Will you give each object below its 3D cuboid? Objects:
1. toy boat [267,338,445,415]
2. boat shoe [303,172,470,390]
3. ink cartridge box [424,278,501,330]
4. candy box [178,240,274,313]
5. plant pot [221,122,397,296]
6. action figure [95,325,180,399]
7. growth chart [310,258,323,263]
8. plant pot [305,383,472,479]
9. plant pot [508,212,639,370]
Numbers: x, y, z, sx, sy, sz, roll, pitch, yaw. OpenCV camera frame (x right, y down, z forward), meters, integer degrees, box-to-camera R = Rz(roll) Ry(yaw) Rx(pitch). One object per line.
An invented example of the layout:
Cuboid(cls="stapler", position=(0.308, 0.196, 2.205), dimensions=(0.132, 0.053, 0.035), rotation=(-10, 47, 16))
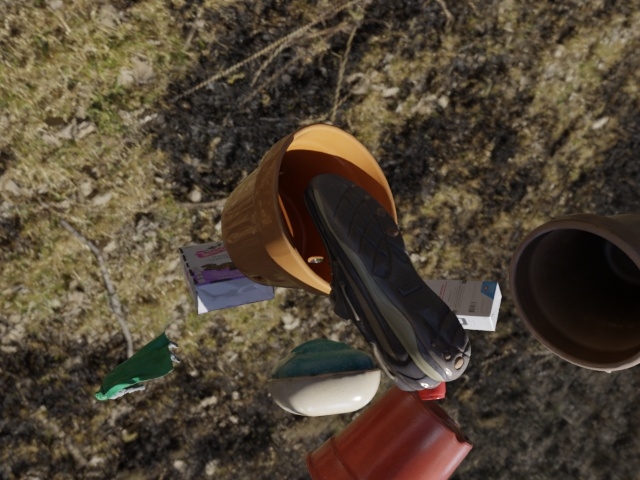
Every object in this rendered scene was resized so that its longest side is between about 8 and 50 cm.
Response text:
Cuboid(cls="toy boat", position=(0.065, 0.214, 1.143), dimensions=(0.319, 0.148, 0.267), rotation=(-4, 169, -12))
Cuboid(cls="boat shoe", position=(0.065, 0.064, 0.952), dimensions=(0.132, 0.355, 0.130), rotation=(-8, 151, -49))
Cuboid(cls="ink cartridge box", position=(0.332, 0.152, 1.583), dimensions=(0.060, 0.180, 0.104), rotation=(61, 41, -42))
Cuboid(cls="candy box", position=(-0.209, 0.069, 1.435), dimensions=(0.165, 0.196, 0.070), rotation=(-10, 117, -19))
Cuboid(cls="plant pot", position=(-0.036, -0.035, 1.147), dimensions=(0.291, 0.204, 0.290), rotation=(17, 66, -43))
Cuboid(cls="action figure", position=(-0.446, 0.318, 1.583), dimensions=(0.232, 0.137, 0.063), rotation=(-31, 129, 8))
Cuboid(cls="growth chart", position=(0.000, 0.000, 1.753), dimensions=(0.021, 0.237, 0.171), rotation=(-9, 94, -26))
Cuboid(cls="plant pot", position=(0.155, 0.449, 1.378), dimensions=(0.265, 0.272, 0.272), rotation=(-48, 142, 2))
Cuboid(cls="plant pot", position=(0.497, 0.055, 1.120), dimensions=(0.229, 0.263, 0.262), rotation=(-23, 134, -35))
